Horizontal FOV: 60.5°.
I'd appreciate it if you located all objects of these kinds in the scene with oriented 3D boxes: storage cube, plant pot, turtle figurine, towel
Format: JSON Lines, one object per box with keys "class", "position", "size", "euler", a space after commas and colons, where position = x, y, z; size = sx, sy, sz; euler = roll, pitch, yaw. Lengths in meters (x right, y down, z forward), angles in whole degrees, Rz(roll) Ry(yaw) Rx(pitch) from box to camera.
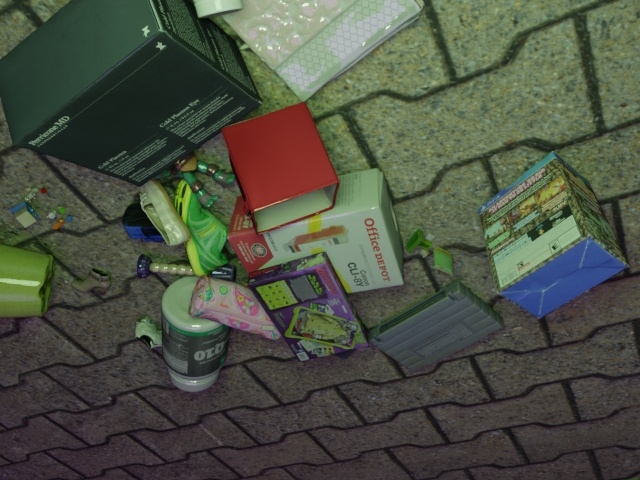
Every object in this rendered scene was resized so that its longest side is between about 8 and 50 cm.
{"class": "storage cube", "position": [-0.084, -0.149, 1.180], "size": [0.214, 0.193, 0.184], "euler": [-21, 168, -8]}
{"class": "plant pot", "position": [-0.905, 0.117, 1.555], "size": [0.253, 0.276, 0.276], "euler": [8, 134, -18]}
{"class": "turtle figurine", "position": [-0.320, -0.192, 1.294], "size": [0.234, 0.118, 0.175], "euler": [43, 82, -16]}
{"class": "towel", "position": [-0.017, -0.467, 1.052], "size": [0.331, 0.053, 0.317], "euler": [-30, 123, 28]}

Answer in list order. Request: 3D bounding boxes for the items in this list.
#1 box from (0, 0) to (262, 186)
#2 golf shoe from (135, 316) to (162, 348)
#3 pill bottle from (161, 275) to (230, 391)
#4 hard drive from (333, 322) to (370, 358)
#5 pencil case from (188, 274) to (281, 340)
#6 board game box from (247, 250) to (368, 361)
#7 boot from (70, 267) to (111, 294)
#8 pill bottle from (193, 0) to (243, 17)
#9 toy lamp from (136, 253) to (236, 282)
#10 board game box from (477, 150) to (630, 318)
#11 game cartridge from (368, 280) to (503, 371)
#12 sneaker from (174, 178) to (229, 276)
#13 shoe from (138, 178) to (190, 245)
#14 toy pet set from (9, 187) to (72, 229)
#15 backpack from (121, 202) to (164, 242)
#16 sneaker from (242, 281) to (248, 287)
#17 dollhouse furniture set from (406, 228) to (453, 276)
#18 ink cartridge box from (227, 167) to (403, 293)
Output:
{"class": "box", "position": [-0.346, -0.290, 1.030], "size": [0.343, 0.179, 0.312], "euler": [-29, 163, 16]}
{"class": "golf shoe", "position": [-0.538, 0.331, 1.810], "size": [0.069, 0.086, 0.176], "euler": [-36, 122, 29]}
{"class": "pill bottle", "position": [-0.381, 0.295, 1.682], "size": [0.204, 0.204, 0.361], "euler": [10, 133, -4]}
{"class": "hard drive", "position": [0.010, 0.279, 1.730], "size": [0.254, 0.054, 0.172], "euler": [22, 130, -15]}
{"class": "pencil case", "position": [-0.215, 0.187, 1.507], "size": [0.284, 0.124, 0.124], "euler": [23, 131, -25]}
{"class": "board game box", "position": [-0.023, 0.183, 1.426], "size": [0.208, 0.056, 0.347], "euler": [-13, 131, 16]}
{"class": "boot", "position": [-0.694, 0.118, 1.665], "size": [0.118, 0.042, 0.087], "euler": [15, 126, -10]}
{"class": "pill bottle", "position": [-0.200, -0.505, 0.947], "size": [0.117, 0.117, 0.215], "euler": [-8, 110, 13]}
{"class": "toy lamp", "position": [-0.381, 0.087, 1.577], "size": [0.274, 0.080, 0.080], "euler": [3, 133, 3]}
{"class": "board game box", "position": [0.512, -0.014, 1.251], "size": [0.141, 0.291, 0.232], "euler": [31, 129, -22]}
{"class": "game cartridge", "position": [0.351, 0.273, 1.691], "size": [0.230, 0.068, 0.355], "euler": [34, 127, -28]}
{"class": "sneaker", "position": [-0.311, -0.042, 1.453], "size": [0.123, 0.109, 0.296], "euler": [-18, 130, -17]}
{"class": "shoe", "position": [-0.405, -0.080, 1.365], "size": [0.219, 0.058, 0.076], "euler": [54, 145, 8]}
{"class": "toy pet set", "position": [-0.762, -0.083, 1.486], "size": [0.114, 0.065, 0.122], "euler": [-34, 132, -11]}
{"class": "backpack", "position": [-0.456, -0.044, 1.450], "size": [0.120, 0.098, 0.101], "euler": [0, 137, 4]}
{"class": "sneaker", "position": [-0.208, 0.168, 1.639], "size": [0.092, 0.088, 0.225], "euler": [31, 119, -16]}
{"class": "dollhouse furniture set", "position": [0.305, 0.026, 1.455], "size": [0.151, 0.076, 0.059], "euler": [25, 131, -15]}
{"class": "ink cartridge box", "position": [0.000, 0.000, 1.402], "size": [0.384, 0.161, 0.279], "euler": [-11, 131, 14]}
